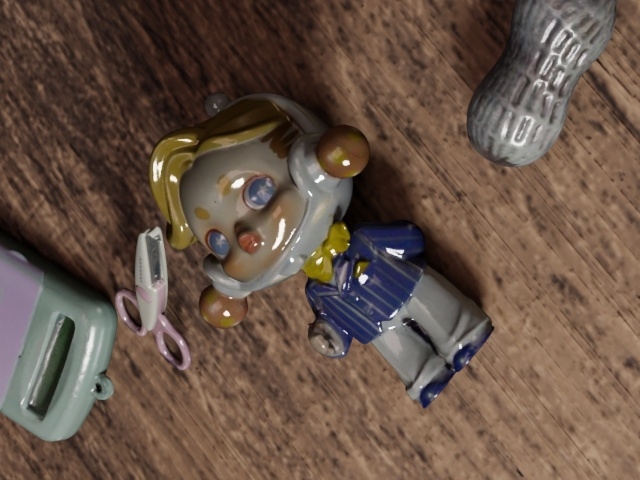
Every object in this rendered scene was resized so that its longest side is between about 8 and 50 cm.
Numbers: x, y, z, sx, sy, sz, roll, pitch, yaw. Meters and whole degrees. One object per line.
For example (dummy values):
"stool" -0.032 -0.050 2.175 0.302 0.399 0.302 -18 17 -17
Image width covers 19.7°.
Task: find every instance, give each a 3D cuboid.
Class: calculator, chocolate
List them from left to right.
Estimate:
"calculator" -0.271 0.068 1.562 0.246 0.045 0.141 31 112 21
"chocolate" 0.155 -0.127 1.279 0.072 0.072 0.167 34 115 20

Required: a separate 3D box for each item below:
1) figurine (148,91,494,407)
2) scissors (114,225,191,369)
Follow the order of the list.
"figurine" 0.008 -0.005 1.356 0.274 0.133 0.194 22 120 15
"scissors" -0.131 0.040 1.439 0.085 0.022 0.176 40 154 19
